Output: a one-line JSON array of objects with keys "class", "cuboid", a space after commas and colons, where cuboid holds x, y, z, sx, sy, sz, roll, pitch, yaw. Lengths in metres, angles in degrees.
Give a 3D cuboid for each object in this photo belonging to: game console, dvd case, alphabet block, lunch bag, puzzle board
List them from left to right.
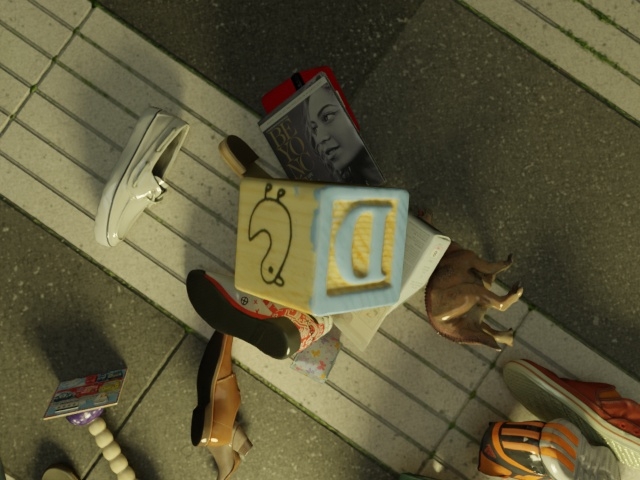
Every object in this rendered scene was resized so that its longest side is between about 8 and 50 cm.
[{"class": "puzzle board", "cuboid": [-0.411, 0.267, 1.028, 0.128, 0.096, 0.011, -12, 115, -1]}, {"class": "game console", "cuboid": [-0.018, -0.236, 1.093, 0.124, 0.085, 0.144, -25, 88, -33]}, {"class": "lunch bag", "cuboid": [-0.005, 0.206, 1.053, 0.071, 0.053, 0.083, 26, 62, 1]}, {"class": "dvd case", "cuboid": [-0.002, -0.161, 1.045, 0.165, 0.018, 0.221, -31, 87, 31]}, {"class": "alphabet block", "cuboid": [0.000, 0.000, 0.922, 0.193, 0.197, 0.192, 0, 97, -43]}]

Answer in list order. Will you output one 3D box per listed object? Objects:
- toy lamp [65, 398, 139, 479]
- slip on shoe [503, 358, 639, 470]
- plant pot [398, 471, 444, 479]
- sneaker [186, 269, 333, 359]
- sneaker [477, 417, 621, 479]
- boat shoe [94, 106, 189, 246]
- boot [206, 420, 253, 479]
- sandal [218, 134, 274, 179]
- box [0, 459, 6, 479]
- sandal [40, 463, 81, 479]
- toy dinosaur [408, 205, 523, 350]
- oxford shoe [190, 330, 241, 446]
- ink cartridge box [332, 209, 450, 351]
[{"class": "toy lamp", "cuboid": [-0.345, 0.407, 1.029, 0.080, 0.080, 0.274, -31, 89, -2]}, {"class": "slip on shoe", "cuboid": [0.475, 0.294, 1.033, 0.331, 0.123, 0.101, 28, 64, 1]}, {"class": "plant pot", "cuboid": [0.199, 0.528, 0.949, 0.272, 0.271, 0.255, 14, 73, 0]}, {"class": "sneaker", "cuboid": [-0.107, 0.113, 1.042, 0.270, 0.145, 0.090, 24, 117, 33]}, {"class": "sneaker", "cuboid": [0.394, 0.393, 1.022, 0.321, 0.180, 0.124, 47, 55, -28]}, {"class": "boat shoe", "cuboid": [-0.315, -0.106, 1.048, 0.088, 0.096, 0.267, 21, 79, 5]}, {"class": "boot", "cuboid": [-0.181, 0.379, 1.053, 0.087, 0.042, 0.118, 36, 86, 7]}, {"class": "sandal", "cuboid": [-0.113, -0.075, 1.062, 0.079, 0.088, 0.240, -33, 99, 32]}, {"class": "box", "cuboid": [-0.747, 0.512, 0.912, 0.396, 0.293, 0.211, -15, 88, -2]}, {"class": "sandal", "cuboid": [-0.479, 0.510, 1.031, 0.090, 0.060, 0.219, 16, 87, 0]}, {"class": "toy dinosaur", "cuboid": [0.219, 0.086, 0.988, 0.200, 0.127, 0.295, 0, 46, 2]}, {"class": "oxford shoe", "cuboid": [-0.176, 0.257, 1.041, 0.076, 0.076, 0.212, 15, 71, -29]}, {"class": "ink cartridge box", "cuboid": [0.092, 0.047, 1.016, 0.189, 0.066, 0.232, 41, 111, 43]}]
